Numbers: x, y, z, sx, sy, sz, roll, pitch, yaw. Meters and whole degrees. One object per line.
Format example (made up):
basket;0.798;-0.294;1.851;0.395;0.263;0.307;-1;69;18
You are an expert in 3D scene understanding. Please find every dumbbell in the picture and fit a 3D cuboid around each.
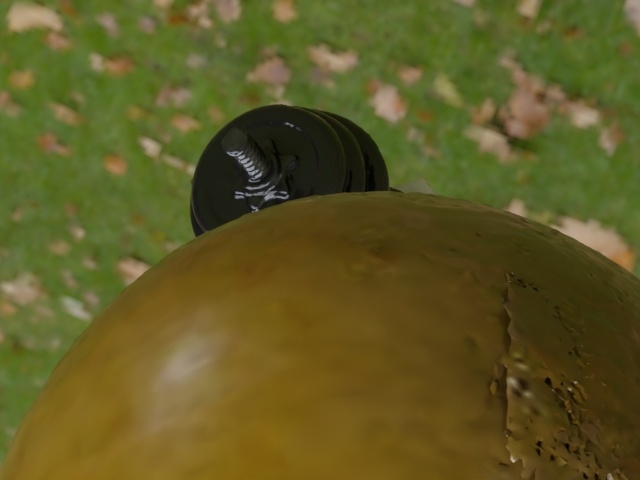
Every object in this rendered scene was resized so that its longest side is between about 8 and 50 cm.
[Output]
dumbbell;0.000;0.000;0.944;0.099;0.099;0.208;11;160;27

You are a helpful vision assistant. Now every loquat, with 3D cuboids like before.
loquat;0.029;0.115;0.527;0.263;0.263;0.263;19;159;8

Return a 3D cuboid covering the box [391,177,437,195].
box;0.055;0.009;1.066;0.083;0.054;0.024;56;140;19
